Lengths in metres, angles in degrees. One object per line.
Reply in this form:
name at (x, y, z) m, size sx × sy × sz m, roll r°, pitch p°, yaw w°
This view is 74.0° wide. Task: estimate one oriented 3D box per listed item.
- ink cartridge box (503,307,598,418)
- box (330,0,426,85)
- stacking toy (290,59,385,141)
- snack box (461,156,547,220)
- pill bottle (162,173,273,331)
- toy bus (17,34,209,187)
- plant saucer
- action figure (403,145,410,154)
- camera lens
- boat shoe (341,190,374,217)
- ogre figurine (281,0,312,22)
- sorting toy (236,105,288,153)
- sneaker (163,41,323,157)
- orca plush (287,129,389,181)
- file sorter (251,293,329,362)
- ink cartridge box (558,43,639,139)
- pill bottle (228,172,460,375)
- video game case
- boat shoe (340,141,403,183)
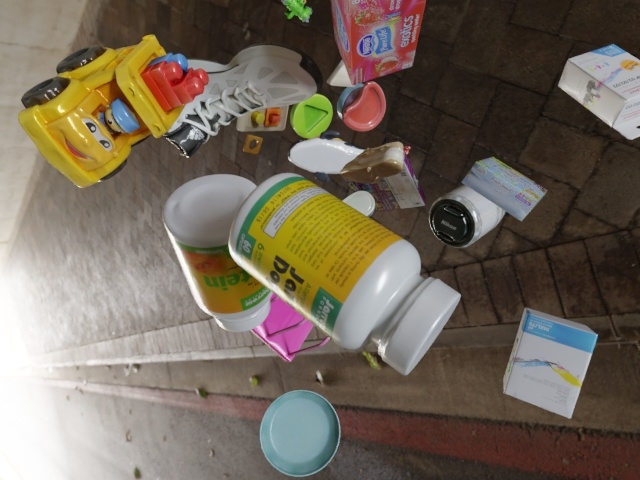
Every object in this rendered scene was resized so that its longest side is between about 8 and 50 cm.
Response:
ink cartridge box at (0.730, 0.383, 1.372) m, size 0.197 × 0.198 × 0.269 m, roll 17°, pitch 94°, yaw 23°
box at (0.091, -0.391, 0.716) m, size 0.257 × 0.128 × 0.122 m, roll 57°, pitch -165°, yaw -81°
stacking toy at (0.029, -0.402, 1.320) m, size 0.309 × 0.279 × 0.130 m, roll -45°, pitch 48°, yaw 4°
snack box at (0.484, -0.141, 1.105) m, size 0.174 × 0.207 × 0.070 m, roll 39°, pitch 122°, yaw 19°
pill bottle at (-0.140, 0.033, 0.652) m, size 0.136 × 0.136 × 0.245 m, roll 41°, pitch 150°, yaw 34°
toy bus at (-0.278, -0.202, 0.624) m, size 0.212 × 0.220 × 0.149 m, roll -9°, pitch 134°, yaw 17°
plant saucer at (-0.031, 0.286, 0.637) m, size 0.021 × 0.119 × 0.119 m, roll 115°, pitch 134°, yaw -75°
action figure at (0.278, -0.307, 1.507) m, size 0.115 × 0.030 × 0.038 m, roll -24°, pitch 57°, yaw 53°
camera lens at (0.590, -0.110, 1.707) m, size 0.219 × 0.274 × 0.219 m, roll 29°, pitch 133°, yaw 37°
boat shoe at (0.026, -0.045, 1.330) m, size 0.320 × 0.099 × 0.116 m, roll -30°, pitch 80°, yaw 2°
ogre figurine at (-0.100, -0.898, 1.600) m, size 0.097 × 0.197 × 0.118 m, roll -22°, pitch 60°, yaw 14°
sorting toy at (-0.184, -0.456, 1.448) m, size 0.047 × 0.196 × 0.347 m, roll 36°, pitch 125°, yaw 38°
sneaker at (-0.217, -0.304, 1.013) m, size 0.448 × 0.169 × 0.257 m, roll 5°, pitch 66°, yaw 28°
orca plush at (0.050, -0.262, 1.212) m, size 0.102 × 0.288 × 0.151 m, roll -102°, pitch 0°, yaw -54°
file sorter at (-0.086, 0.090, 0.957) m, size 0.291 × 0.202 × 0.182 m, roll 44°, pitch 140°, yaw -10°
ink cartridge box at (0.542, -0.272, 0.766) m, size 0.061 × 0.104 × 0.181 m, roll 79°, pitch 167°, yaw -54°
pill bottle at (0.021, 0.030, 0.413) m, size 0.208 × 0.118 × 0.117 m, roll 35°, pitch 125°, yaw 23°
video game case at (0.204, -0.179, 1.364) m, size 0.210 × 0.232 × 0.041 m, roll -5°, pitch 57°, yaw 29°
boat shoe at (0.104, -0.155, 0.844) m, size 0.170 × 0.063 × 0.059 m, roll -2°, pitch 68°, yaw 55°
